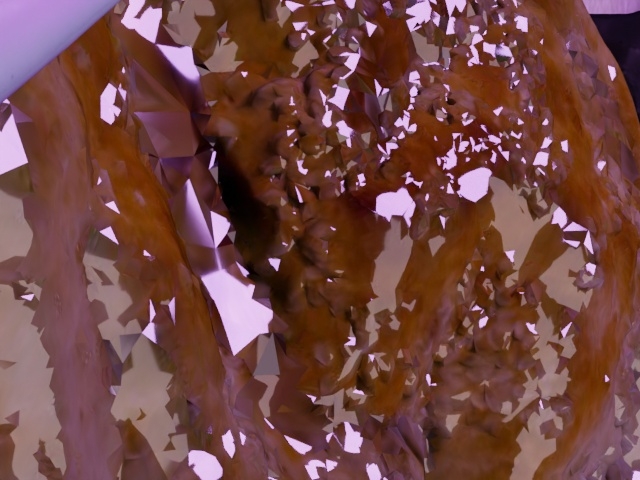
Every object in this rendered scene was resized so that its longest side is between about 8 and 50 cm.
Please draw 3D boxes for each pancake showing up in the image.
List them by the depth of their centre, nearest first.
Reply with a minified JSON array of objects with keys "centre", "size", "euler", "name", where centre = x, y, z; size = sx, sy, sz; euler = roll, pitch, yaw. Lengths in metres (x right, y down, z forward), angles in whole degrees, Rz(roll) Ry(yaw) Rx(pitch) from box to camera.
[{"centre":[0.000,-0.001,0.549],"size":[0.387,0.082,0.387],"euler":[15,68,-41],"name":"pancake"}]

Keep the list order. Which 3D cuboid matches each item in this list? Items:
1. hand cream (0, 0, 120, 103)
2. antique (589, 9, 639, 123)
[{"centre":[-0.089,-0.061,0.405],"size":[0.076,0.047,0.174],"euler":[41,47,-8],"name":"hand cream"},{"centre":[0.189,0.001,0.905],"size":[0.185,0.255,0.322],"euler":[-59,145,-31],"name":"antique"}]
